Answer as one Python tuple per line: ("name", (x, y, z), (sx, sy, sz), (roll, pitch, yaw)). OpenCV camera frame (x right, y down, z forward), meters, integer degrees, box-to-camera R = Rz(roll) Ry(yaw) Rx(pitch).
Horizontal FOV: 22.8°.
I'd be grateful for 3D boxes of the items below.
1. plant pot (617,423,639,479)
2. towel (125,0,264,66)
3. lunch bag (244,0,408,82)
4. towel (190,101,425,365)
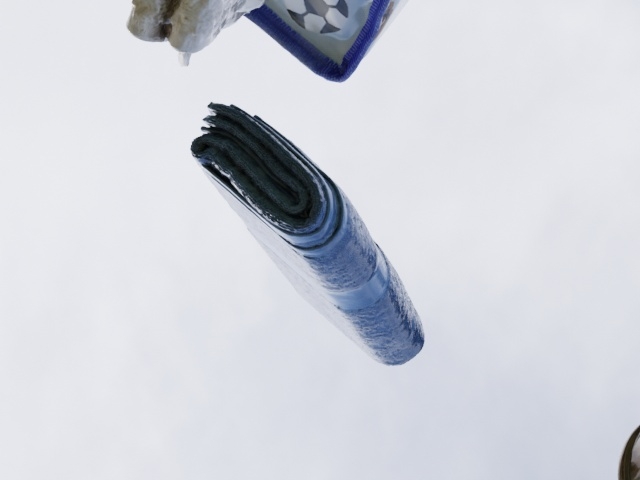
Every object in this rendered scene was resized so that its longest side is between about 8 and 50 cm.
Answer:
("plant pot", (0.277, 0.118, 0.865), (0.165, 0.167, 0.167), (-55, -137, 40))
("towel", (-0.010, -0.230, 0.797), (0.049, 0.187, 0.282), (25, -68, 3))
("lunch bag", (-0.050, -0.349, 1.117), (0.385, 0.239, 0.328), (32, -145, 2))
("towel", (0.000, 0.000, 0.555), (0.029, 0.119, 0.067), (-45, -121, -6))
